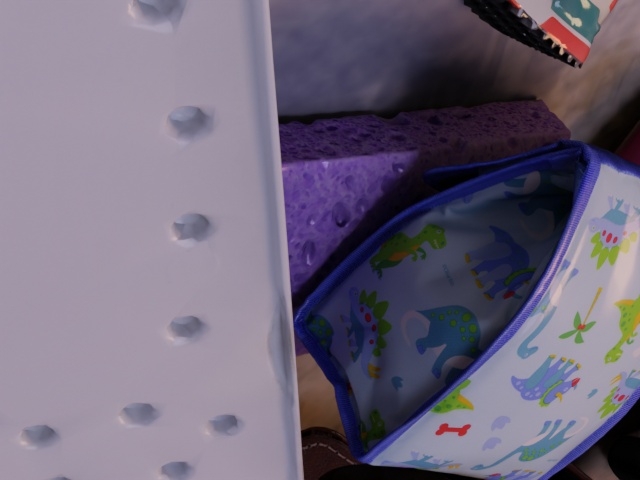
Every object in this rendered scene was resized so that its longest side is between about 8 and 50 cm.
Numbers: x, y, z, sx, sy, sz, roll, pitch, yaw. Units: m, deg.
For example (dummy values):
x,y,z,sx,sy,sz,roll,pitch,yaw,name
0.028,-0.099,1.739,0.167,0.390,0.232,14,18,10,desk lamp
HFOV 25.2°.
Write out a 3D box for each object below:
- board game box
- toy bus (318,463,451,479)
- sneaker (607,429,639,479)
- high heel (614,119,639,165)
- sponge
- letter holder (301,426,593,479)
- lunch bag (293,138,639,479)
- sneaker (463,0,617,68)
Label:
x,y,z,sx,sy,sz,roll,pitch,yaw,name
-0.205,-0.008,0.334,0.390,0.050,0.390,-12,141,-8,board game box
-0.056,0.150,0.577,0.220,0.149,0.211,-11,150,34,toy bus
0.309,0.140,0.973,0.270,0.090,0.145,32,84,-34,sneaker
0.297,-0.055,0.645,0.377,0.181,0.127,-39,144,5,high heel
0.000,0.000,0.597,0.210,0.031,0.117,-7,137,-34,sponge
0.016,0.237,0.806,0.302,0.214,0.152,-55,172,25,letter holder
0.087,0.024,0.585,0.151,0.096,0.129,-43,145,26,lunch bag
0.068,-0.126,0.500,0.075,0.057,0.161,-56,141,0,sneaker
